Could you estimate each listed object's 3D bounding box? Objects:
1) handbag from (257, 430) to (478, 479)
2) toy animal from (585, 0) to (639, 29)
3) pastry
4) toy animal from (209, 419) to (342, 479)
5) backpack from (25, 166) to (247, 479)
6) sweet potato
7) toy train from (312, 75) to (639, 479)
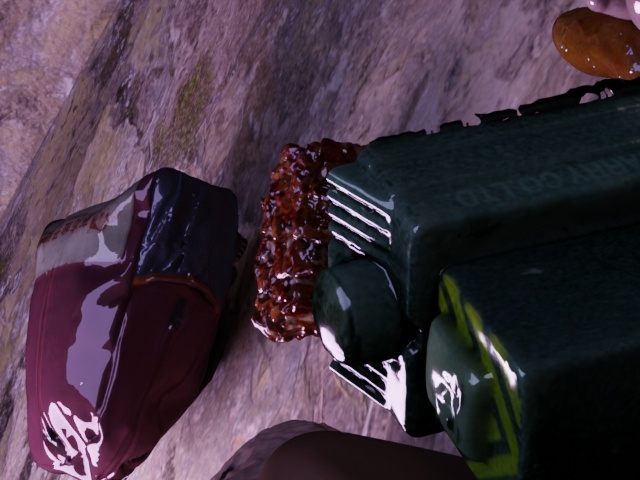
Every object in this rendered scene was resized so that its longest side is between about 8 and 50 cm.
[{"bbox_3d":[0.119,0.207,0.539,0.283,0.302,0.149,34,103,59],"label":"handbag"},{"bbox_3d":[0.242,-0.160,0.802,0.124,0.124,0.212,-59,30,19],"label":"toy animal"},{"bbox_3d":[0.001,-0.001,1.181,0.115,0.097,0.208,-48,29,49],"label":"pastry"},{"bbox_3d":[-0.039,0.284,0.919,0.226,0.188,0.358,-35,40,58],"label":"toy animal"},{"bbox_3d":[-0.205,0.105,1.400,0.283,0.197,0.317,-25,53,54],"label":"backpack"},{"bbox_3d":[0.217,-0.126,0.908,0.056,0.056,0.195,-61,31,15],"label":"sweet potato"},{"bbox_3d":[0.167,0.018,0.592,0.178,0.330,0.138,-124,27,-51],"label":"toy train"}]
